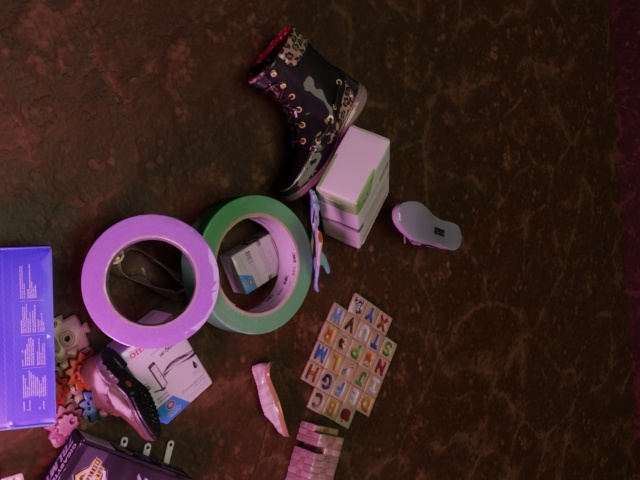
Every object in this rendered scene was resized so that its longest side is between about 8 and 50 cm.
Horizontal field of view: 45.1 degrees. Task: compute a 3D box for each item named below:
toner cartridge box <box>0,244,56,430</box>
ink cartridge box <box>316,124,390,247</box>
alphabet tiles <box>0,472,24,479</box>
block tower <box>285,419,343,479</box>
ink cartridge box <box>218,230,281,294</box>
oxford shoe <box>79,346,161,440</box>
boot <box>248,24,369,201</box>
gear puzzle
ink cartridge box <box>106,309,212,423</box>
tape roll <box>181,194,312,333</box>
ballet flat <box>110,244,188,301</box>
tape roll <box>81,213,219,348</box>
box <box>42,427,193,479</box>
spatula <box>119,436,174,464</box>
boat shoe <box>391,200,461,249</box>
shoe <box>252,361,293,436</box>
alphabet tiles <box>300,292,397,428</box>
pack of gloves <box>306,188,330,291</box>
[{"bbox_3d":[-0.598,0.184,1.480,0.165,0.075,0.347,-1,93,-19],"label":"toner cartridge box"},{"bbox_3d":[0.089,-0.131,1.966,0.198,0.115,0.273,-62,166,-19],"label":"ink cartridge box"},{"bbox_3d":[-0.666,0.568,1.458,0.237,0.009,0.198,-13,98,-18],"label":"alphabet tiles"},{"bbox_3d":[-0.037,0.647,1.998,0.097,0.091,0.335,22,77,-38],"label":"block tower"},{"bbox_3d":[-0.149,0.044,1.895,0.180,0.060,0.104,-32,111,-35],"label":"ink cartridge box"},{"bbox_3d":[-0.417,0.333,1.610,0.227,0.096,0.083,56,15,-9],"label":"oxford shoe"},{"bbox_3d":[-0.065,-0.315,1.904,0.284,0.138,0.377,40,74,-29],"label":"boot"},{"bbox_3d":[-0.535,0.249,1.587,0.175,0.044,0.338,-32,111,-35],"label":"gear puzzle"},{"bbox_3d":[-0.358,0.279,1.711,0.148,0.086,0.203,-41,117,-31],"label":"ink cartridge box"},{"bbox_3d":[-0.165,0.055,1.792,0.321,0.077,0.321,0,90,-39],"label":"tape roll"},{"bbox_3d":[-0.384,0.068,1.698,0.250,0.058,0.084,37,68,-35],"label":"ballet flat"},{"bbox_3d":[-0.350,0.085,1.599,0.275,0.090,0.274,1,86,-11],"label":"tape roll"},{"bbox_3d":[-0.461,0.579,1.613,0.293,0.073,0.295,35,81,-33],"label":"box"},{"bbox_3d":[-0.413,0.563,1.721,0.168,0.019,0.241,19,80,-38],"label":"spatula"},{"bbox_3d":[0.286,-0.039,2.234,0.306,0.105,0.113,13,80,-46],"label":"boat shoe"},{"bbox_3d":[-0.118,0.401,1.947,0.076,0.058,0.219,-56,135,-62],"label":"shoe"},{"bbox_3d":[0.086,0.334,2.140,0.285,0.011,0.342,37,69,-35],"label":"alphabet tiles"},{"bbox_3d":[0.000,0.000,1.881,0.046,0.232,0.195,-2,52,-6],"label":"pack of gloves"}]
